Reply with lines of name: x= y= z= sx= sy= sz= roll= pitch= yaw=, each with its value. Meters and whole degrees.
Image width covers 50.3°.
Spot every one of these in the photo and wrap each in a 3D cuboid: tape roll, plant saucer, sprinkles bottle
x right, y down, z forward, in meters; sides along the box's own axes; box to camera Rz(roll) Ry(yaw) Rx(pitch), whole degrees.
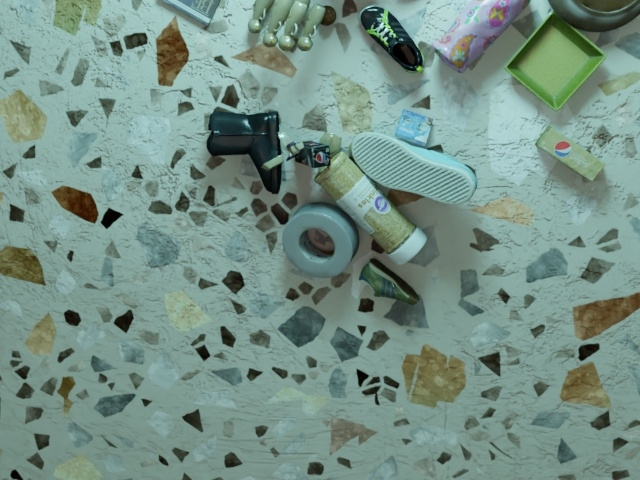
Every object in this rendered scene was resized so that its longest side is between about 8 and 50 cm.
tape roll: x=0.000 y=0.000 z=1.999 sx=0.219 sy=0.072 sz=0.219 roll=10 pitch=121 yaw=17
plant saucer: x=0.716 y=-0.685 z=1.710 sx=0.310 sy=0.050 sz=0.310 roll=-1 pitch=103 yaw=-3
sprinkles bottle: x=0.143 y=-0.090 z=1.945 sx=0.355 sy=0.121 sz=0.121 roll=44 pitch=107 yaw=-9
plant saucer: x=0.620 y=-0.475 z=1.813 sx=0.188 sy=0.045 sz=0.188 roll=39 pitch=108 yaw=-4

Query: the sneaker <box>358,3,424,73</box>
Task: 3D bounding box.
sneaker: x=0.199 y=-0.543 z=1.828 sx=0.235 sy=0.097 sz=0.084 roll=43 pitch=107 yaw=-5

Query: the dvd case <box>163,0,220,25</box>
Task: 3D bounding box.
dvd case: x=-0.338 y=-0.737 z=1.894 sx=0.164 sy=0.018 sz=0.221 roll=29 pitch=108 yaw=-1

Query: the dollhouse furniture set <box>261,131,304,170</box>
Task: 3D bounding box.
dollhouse furniture set: x=-0.120 y=-0.256 z=1.887 sx=0.114 sy=0.091 sz=0.081 roll=-31 pitch=90 yaw=-21

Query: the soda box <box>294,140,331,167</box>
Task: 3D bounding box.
soda box: x=-0.025 y=-0.242 z=1.911 sx=0.053 sy=0.169 sz=0.060 roll=-10 pitch=105 yaw=-17

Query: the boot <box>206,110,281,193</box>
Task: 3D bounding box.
boot: x=-0.220 y=-0.254 z=1.974 sx=0.207 sy=0.094 sz=0.246 roll=-2 pitch=99 yaw=5

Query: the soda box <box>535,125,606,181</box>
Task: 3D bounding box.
soda box: x=0.683 y=-0.238 z=1.866 sx=0.181 sy=0.058 sz=0.061 roll=33 pitch=108 yaw=-1

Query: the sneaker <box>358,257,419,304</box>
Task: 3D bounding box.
sneaker: x=0.199 y=0.142 z=2.050 sx=0.192 sy=0.064 sz=0.086 roll=39 pitch=115 yaw=-4

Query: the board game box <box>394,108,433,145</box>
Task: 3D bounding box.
board game box: x=0.260 y=-0.314 z=1.896 sx=0.090 sy=0.090 sz=0.020 roll=18 pitch=153 yaw=3

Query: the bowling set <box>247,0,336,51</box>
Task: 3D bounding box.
bowling set: x=-0.057 y=-0.570 z=1.824 sx=0.200 sy=0.287 sz=0.154 roll=11 pitch=118 yaw=-30

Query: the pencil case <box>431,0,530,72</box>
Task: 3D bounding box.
pencil case: x=0.423 y=-0.576 z=1.779 sx=0.124 sy=0.124 sz=0.284 roll=41 pitch=107 yaw=-4

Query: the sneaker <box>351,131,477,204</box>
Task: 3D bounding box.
sneaker: x=0.264 y=-0.202 z=1.903 sx=0.366 sy=0.150 sz=0.135 roll=28 pitch=112 yaw=15

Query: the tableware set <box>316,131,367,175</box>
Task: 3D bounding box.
tableware set: x=0.064 y=-0.234 z=1.978 sx=0.169 sy=0.020 sz=0.141 roll=12 pitch=110 yaw=2
